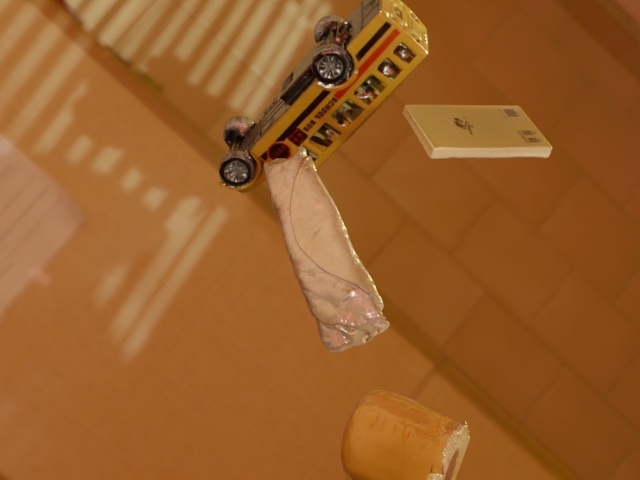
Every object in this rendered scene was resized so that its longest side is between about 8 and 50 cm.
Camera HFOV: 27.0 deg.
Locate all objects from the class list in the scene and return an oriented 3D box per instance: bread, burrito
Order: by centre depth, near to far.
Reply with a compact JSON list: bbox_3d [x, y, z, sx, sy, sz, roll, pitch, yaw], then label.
[{"bbox_3d":[0.000,0.000,1.524,0.082,0.275,0.059,-25,-32,7],"label":"burrito"},{"bbox_3d":[0.104,0.271,1.722,0.085,0.173,0.134,23,-97,-57],"label":"bread"}]

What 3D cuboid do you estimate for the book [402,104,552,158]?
[{"bbox_3d":[0.134,-0.093,1.145,0.077,0.111,0.014,-115,29,-52],"label":"book"}]

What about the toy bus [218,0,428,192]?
[{"bbox_3d":[-0.002,-0.188,1.786,0.335,0.123,0.121,-45,21,24],"label":"toy bus"}]
